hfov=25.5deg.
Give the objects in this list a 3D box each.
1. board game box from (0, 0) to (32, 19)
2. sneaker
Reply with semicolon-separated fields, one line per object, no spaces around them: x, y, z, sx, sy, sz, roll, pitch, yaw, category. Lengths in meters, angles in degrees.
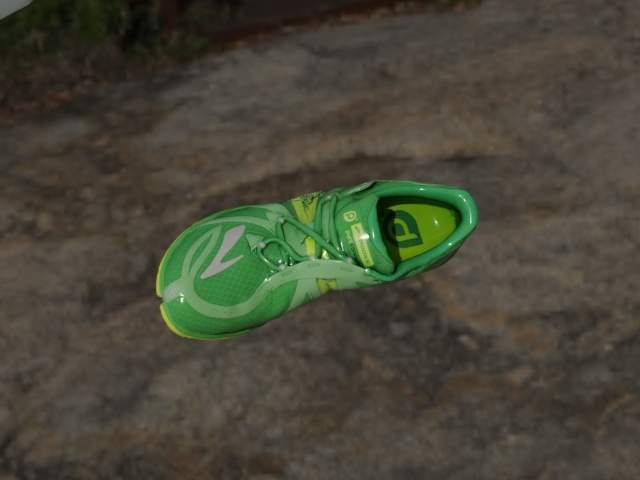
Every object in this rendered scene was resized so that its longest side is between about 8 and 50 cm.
-0.295;-0.264;0.766;0.224;0.303;0.097;21;48;42;board game box
0.000;0.000;1.188;0.295;0.109;0.123;-17;-7;-22;sneaker
